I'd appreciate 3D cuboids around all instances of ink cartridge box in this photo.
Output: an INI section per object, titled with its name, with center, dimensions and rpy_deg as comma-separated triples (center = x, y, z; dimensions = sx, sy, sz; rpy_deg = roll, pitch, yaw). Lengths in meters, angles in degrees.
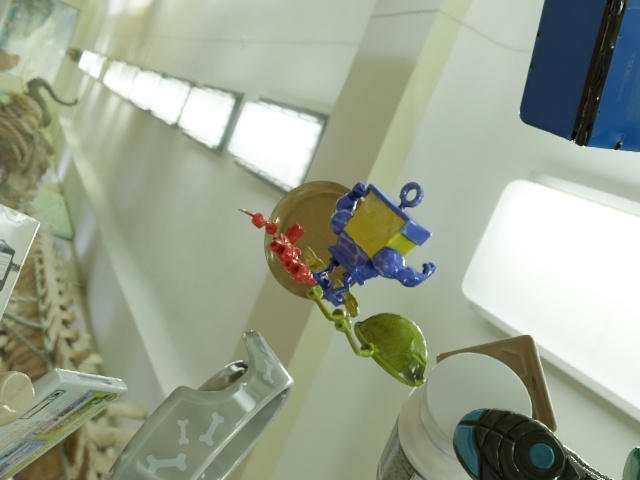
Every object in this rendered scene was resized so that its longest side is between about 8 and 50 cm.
[ink cartridge box]
center = -0.616, 0.067, 1.291
dimensions = 0.172, 0.100, 0.237
rpy_deg = -19, -130, 45

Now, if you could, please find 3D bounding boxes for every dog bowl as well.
[dog bowl]
center = -0.175, 0.303, 1.117
dimensions = 0.349, 0.102, 0.349
rpy_deg = -47, 168, -14

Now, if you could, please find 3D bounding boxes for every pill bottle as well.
[pill bottle]
center = 0.225, 0.361, 1.256
dimensions = 0.363, 0.210, 0.210
rpy_deg = 99, -9, -51

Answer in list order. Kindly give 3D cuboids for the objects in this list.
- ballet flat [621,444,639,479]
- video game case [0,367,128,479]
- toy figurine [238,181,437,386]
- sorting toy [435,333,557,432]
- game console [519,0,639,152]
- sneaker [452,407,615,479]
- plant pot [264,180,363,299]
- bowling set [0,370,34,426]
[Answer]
[ballet flat]
center = 0.498, 0.398, 1.118
dimensions = 0.086, 0.086, 0.248
rpy_deg = -100, -171, -46
[video game case]
center = -0.362, 0.234, 0.887
dimensions = 0.212, 0.193, 0.023
rpy_deg = -36, -107, -3
[toy figurine]
center = 0.075, 0.004, 1.029
dimensions = 0.217, 0.191, 0.362
rpy_deg = -46, -134, 4
[sorting toy]
center = 0.348, 0.302, 1.442
dimensions = 0.208, 0.038, 0.193
rpy_deg = -18, -104, 24
[game console]
center = 0.563, -0.344, 1.434
dimensions = 0.173, 0.250, 0.293
rpy_deg = -90, -173, -65
[sneaker]
center = 0.334, 0.353, 0.984
dimensions = 0.340, 0.140, 0.125
rpy_deg = 28, -109, 24
[plant pot]
center = 0.000, 0.000, 1.431
dimensions = 0.236, 0.032, 0.236
rpy_deg = -3, -97, 22
[bowling set]
center = -0.340, 0.125, 0.436
dimensions = 0.154, 0.200, 0.287
rpy_deg = -19, -160, 25
